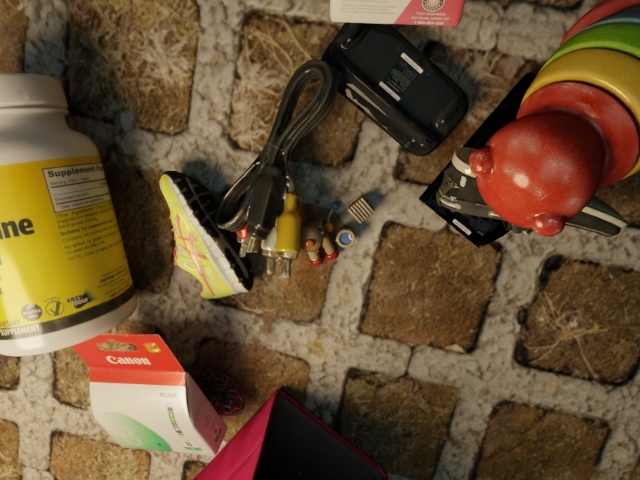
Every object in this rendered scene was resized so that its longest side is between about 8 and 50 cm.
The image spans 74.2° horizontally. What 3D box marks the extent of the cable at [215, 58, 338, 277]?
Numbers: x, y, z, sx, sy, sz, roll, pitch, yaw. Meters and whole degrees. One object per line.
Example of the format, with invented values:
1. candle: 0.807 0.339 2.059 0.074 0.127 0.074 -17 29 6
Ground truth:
1. cable: -0.058 -0.099 0.584 0.139 0.072 0.288 19 91 34

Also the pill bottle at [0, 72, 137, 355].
1. pill bottle: -0.381 -0.035 0.568 0.187 0.188 0.334 -8 103 6

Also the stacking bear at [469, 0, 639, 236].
1. stacking bear: 0.274 -0.123 0.433 0.289 0.164 0.175 -41 85 -16

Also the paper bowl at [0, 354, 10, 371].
1. paper bowl: -0.608 0.114 0.643 0.284 0.148 0.285 1 103 4

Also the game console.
1. game console: 0.169 -0.167 0.569 0.361 0.044 0.213 39 102 -6

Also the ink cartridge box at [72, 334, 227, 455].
1. ink cartridge box: -0.261 0.228 0.613 0.180 0.056 0.225 -5 128 19

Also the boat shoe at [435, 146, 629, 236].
1. boat shoe: 0.264 -0.047 0.536 0.232 0.084 0.079 16 122 -3

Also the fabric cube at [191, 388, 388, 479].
1. fabric cube: -0.067 0.446 0.626 0.254 0.259 0.258 41 104 -7

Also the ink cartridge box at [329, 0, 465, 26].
1. ink cartridge box: 0.091 -0.359 0.448 0.158 0.092 0.218 4 142 3

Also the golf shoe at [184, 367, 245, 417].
1. golf shoe: -0.214 0.250 0.696 0.186 0.068 0.086 19 129 1

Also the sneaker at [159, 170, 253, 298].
1. sneaker: -0.186 0.000 0.618 0.094 0.081 0.209 -24 100 15

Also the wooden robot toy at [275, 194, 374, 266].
1. wooden robot toy: 0.000 0.000 0.603 0.173 0.079 0.076 -24 101 10
